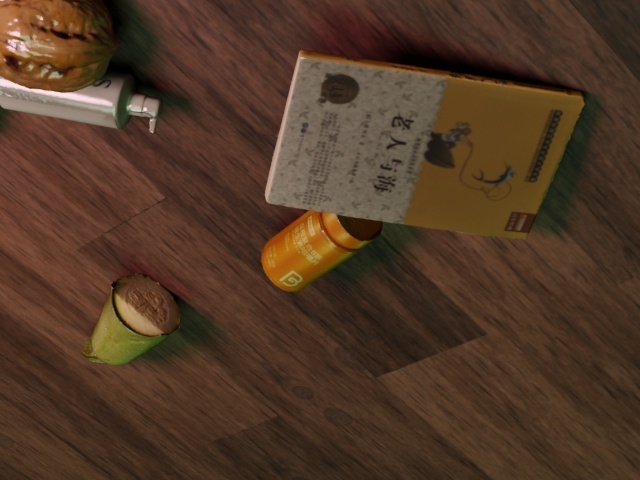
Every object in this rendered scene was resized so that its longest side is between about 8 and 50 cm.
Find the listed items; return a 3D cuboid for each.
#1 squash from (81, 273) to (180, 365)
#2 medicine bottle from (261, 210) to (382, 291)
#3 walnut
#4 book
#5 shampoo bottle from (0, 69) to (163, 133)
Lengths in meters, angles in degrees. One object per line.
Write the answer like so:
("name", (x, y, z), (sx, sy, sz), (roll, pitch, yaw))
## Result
("squash", (-0.329, 0.154, 2.377), (0.137, 0.137, 0.287), (26, 150, -9))
("medicine bottle", (0.000, 0.000, 2.082), (0.096, 0.096, 0.192), (36, 137, -19))
("walnut", (-0.367, -0.281, 1.881), (0.184, 0.155, 0.155), (9, 140, -12))
("book", (0.135, -0.125, 1.869), (0.389, 0.032, 0.269), (7, 134, -8))
("shampoo bottle", (-0.356, -0.215, 1.990), (0.262, 0.085, 0.085), (11, 138, 9))
